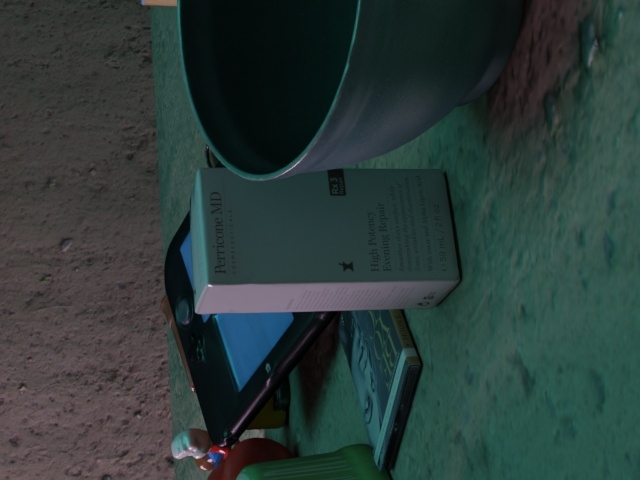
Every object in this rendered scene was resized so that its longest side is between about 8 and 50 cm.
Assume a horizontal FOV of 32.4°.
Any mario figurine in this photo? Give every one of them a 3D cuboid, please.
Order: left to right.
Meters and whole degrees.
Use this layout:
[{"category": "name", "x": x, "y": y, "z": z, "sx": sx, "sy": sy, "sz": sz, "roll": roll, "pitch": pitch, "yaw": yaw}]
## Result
[{"category": "mario figurine", "x": -0.145, "y": 0.381, "z": 1.706, "sx": 0.320, "sy": 0.198, "sz": 0.170, "roll": 144, "pitch": 137, "yaw": -78}]

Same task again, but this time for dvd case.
[{"category": "dvd case", "x": 0.059, "y": 0.117, "z": 1.216, "sx": 0.221, "sy": 0.018, "sz": 0.164, "roll": -108, "pitch": 22, "yaw": -49}]

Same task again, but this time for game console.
[{"category": "game console", "x": -0.104, "y": 0.047, "z": 1.517, "sx": 0.386, "sy": 0.060, "sz": 0.342, "roll": -55, "pitch": 40, "yaw": 39}]

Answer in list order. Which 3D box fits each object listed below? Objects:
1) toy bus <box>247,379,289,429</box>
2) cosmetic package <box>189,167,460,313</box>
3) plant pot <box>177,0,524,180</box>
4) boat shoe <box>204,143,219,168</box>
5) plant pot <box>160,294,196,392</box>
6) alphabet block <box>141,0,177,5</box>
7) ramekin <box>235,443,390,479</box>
[{"category": "toy bus", "x": -0.116, "y": 0.124, "z": 1.727, "sx": 0.130, "sy": 0.108, "sz": 0.332, "roll": 173, "pitch": 97, "yaw": -76}, {"category": "cosmetic package", "x": 0.000, "y": 0.000, "z": 1.008, "sx": 0.085, "sy": 0.231, "sz": 0.117, "roll": 120, "pitch": 146, "yaw": -63}, {"category": "plant pot", "x": 0.033, "y": -0.194, "z": 0.872, "sx": 0.293, "sy": 0.196, "sz": 0.293, "roll": 6, "pitch": 97, "yaw": 58}, {"category": "boat shoe", "x": -0.128, "y": -0.118, "z": 1.797, "sx": 0.302, "sy": 0.091, "sz": 0.114, "roll": -151, "pitch": 61, "yaw": -74}, {"category": "plant pot", "x": -0.181, "y": 0.170, "z": 1.912, "sx": 0.167, "sy": 0.167, "sz": 0.165, "roll": 113, "pitch": 146, "yaw": -58}, {"category": "alphabet block", "x": -0.205, "y": -0.527, "z": 1.877, "sx": 0.193, "sy": 0.197, "sz": 0.192, "roll": 115, "pitch": 152, "yaw": -59}, {"category": "ramekin", "x": -0.012, "y": 0.387, "z": 1.243, "sx": 0.303, "sy": 0.148, "sz": 0.303, "roll": 179, "pitch": 90, "yaw": -76}]
